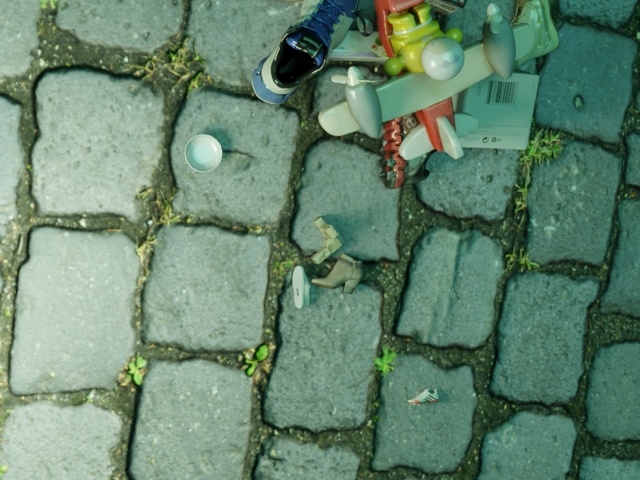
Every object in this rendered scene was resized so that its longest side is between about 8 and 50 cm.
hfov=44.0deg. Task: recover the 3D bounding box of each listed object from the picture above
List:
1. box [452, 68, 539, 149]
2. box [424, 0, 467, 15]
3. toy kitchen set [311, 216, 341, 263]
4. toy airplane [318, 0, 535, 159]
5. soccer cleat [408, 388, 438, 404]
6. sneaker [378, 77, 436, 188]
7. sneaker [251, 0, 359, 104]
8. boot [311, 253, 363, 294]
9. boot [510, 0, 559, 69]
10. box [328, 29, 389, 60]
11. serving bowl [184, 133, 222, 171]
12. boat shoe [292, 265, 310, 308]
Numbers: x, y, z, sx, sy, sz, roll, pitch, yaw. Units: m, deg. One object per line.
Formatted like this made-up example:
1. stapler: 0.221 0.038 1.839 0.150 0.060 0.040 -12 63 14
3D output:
1. box: 0.396 -0.315 1.872 0.180 0.119 0.182 0 109 -14
2. box: 0.225 -0.577 1.829 0.206 0.114 0.036 15 90 -16
3. toy kitchen set: 0.000 0.000 1.833 0.075 0.068 0.083 -39 103 -9
4. toy airplane: 0.227 -0.346 1.660 0.384 0.272 0.386 22 92 -14
5. soccer cleat: 0.253 0.386 1.955 0.083 0.029 0.036 -3 86 -18
6. sneaker: 0.209 -0.259 1.857 0.135 0.097 0.276 -2 97 -15
7. sneaker: -0.011 -0.425 1.672 0.127 0.182 0.316 37 84 -16
8. boot: 0.043 0.075 1.869 0.118 0.042 0.087 16 83 -17
9. boot: 0.473 -0.527 1.920 0.165 0.077 0.213 -29 108 -10
10. box: 0.093 -0.448 1.827 0.323 0.067 0.063 -2 94 -14
11. serving bowl: -0.262 -0.194 1.767 0.083 0.027 0.083 -1 95 -16
12. boat shoe: -0.040 0.108 1.852 0.035 0.035 0.100 -5 92 -42
